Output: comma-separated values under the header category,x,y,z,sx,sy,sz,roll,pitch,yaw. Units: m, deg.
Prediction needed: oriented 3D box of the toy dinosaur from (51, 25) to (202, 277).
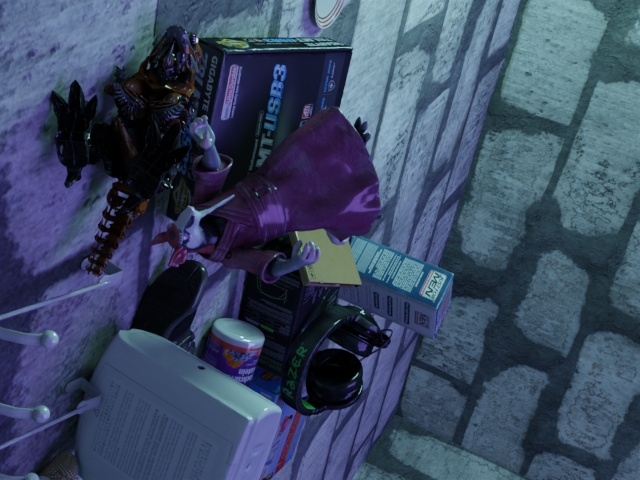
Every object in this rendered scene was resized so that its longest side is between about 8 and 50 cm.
category,x,y,z,sx,sy,sz,roll,pitch,yaw
toy dinosaur,-0.223,-0.113,1.116,0.218,0.164,0.322,-54,144,-85

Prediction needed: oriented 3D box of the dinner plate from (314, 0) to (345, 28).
category,x,y,z,sx,sy,sz,roll,pitch,yaw
dinner plate,0.019,-0.456,1.603,0.141,0.017,0.141,-55,158,-34

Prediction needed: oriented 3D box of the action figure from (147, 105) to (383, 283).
category,x,y,z,sx,sy,sz,roll,pitch,yaw
action figure,-0.094,-0.061,1.328,0.370,0.248,0.275,-24,178,-21

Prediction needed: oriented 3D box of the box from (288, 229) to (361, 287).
category,x,y,z,sx,sy,sz,roll,pitch,yaw
box,0.000,0.000,1.797,0.021,0.201,0.164,-32,156,36

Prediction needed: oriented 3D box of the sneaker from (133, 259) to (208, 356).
category,x,y,z,sx,sy,sz,roll,pitch,yaw
sneaker,-0.243,0.134,1.459,0.228,0.087,0.130,-65,165,6

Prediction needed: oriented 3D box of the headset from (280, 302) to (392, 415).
category,x,y,z,sx,sy,sz,roll,pitch,yaw
headset,0.031,0.243,1.967,0.394,0.185,0.244,-6,119,-55

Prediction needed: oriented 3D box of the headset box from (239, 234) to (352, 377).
category,x,y,z,sx,sy,sz,roll,pitch,yaw
headset box,-0.059,0.122,1.911,0.246,0.131,0.283,-44,152,-53

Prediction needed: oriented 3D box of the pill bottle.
category,x,y,z,sx,sy,sz,roll,pitch,yaw
pill bottle,-0.187,0.261,1.741,0.108,0.108,0.194,-19,130,-67

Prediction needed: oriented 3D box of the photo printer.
category,x,y,z,sx,sy,sz,roll,pitch,yaw
photo printer,-0.230,0.291,1.311,0.107,0.307,0.256,1,111,-61

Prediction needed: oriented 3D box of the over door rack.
category,x,y,z,sx,sy,sz,roll,pitch,yaw
over door rack,-0.361,0.182,1.124,0.324,0.108,0.240,-36,146,-60

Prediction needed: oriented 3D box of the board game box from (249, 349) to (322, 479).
category,x,y,z,sx,sy,sz,roll,pitch,yaw
board game box,-0.118,0.418,2.034,0.302,0.086,0.308,-24,135,-67

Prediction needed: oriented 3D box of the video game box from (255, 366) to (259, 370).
category,x,y,z,sx,sy,sz,roll,pitch,yaw
video game box,-0.160,0.348,2.042,0.205,0.048,0.187,-55,157,-34

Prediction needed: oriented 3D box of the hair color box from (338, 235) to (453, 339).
category,x,y,z,sx,sy,sz,roll,pitch,yaw
hair color box,0.134,0.092,2.085,0.105,0.347,0.174,-59,162,-24

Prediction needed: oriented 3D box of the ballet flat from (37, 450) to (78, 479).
category,x,y,z,sx,sy,sz,roll,pitch,yaw
ballet flat,-0.422,0.412,1.306,0.067,0.073,0.206,21,89,-59

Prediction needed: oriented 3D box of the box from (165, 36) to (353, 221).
category,x,y,z,sx,sy,sz,roll,pitch,yaw
box,-0.093,-0.175,1.406,0.293,0.073,0.296,-15,126,-49
